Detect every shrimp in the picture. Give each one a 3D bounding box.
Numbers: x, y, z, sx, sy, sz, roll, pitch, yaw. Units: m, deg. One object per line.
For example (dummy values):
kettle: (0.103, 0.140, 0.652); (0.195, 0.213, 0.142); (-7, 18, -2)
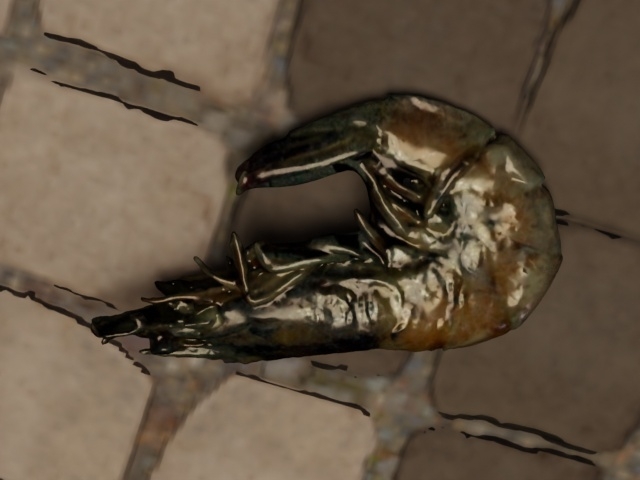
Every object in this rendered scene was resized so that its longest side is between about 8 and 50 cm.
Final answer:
shrimp: (0.000, 0.000, 0.549); (0.161, 0.034, 0.091); (-10, 101, -2)
